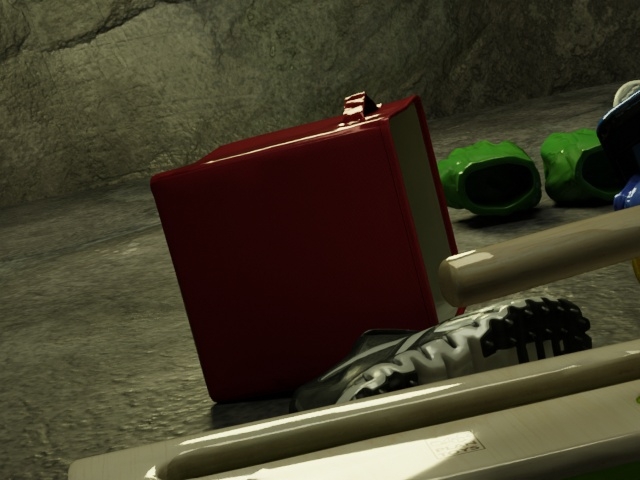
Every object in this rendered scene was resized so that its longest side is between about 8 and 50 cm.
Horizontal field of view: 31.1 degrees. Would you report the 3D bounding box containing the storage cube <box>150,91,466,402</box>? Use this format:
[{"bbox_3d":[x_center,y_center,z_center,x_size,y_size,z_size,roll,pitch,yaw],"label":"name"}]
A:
[{"bbox_3d":[0.000,0.000,0.936,0.193,0.214,0.183,-13,10,15],"label":"storage cube"}]

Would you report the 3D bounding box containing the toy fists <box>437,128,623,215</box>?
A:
[{"bbox_3d":[0.284,-0.087,1.475,0.279,0.096,0.142,-8,18,-3],"label":"toy fists"}]

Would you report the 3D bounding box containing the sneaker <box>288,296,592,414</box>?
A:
[{"bbox_3d":[0.076,0.084,0.760,0.234,0.078,0.106,-19,16,-34],"label":"sneaker"}]

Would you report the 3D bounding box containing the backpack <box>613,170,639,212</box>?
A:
[{"bbox_3d":[0.330,-0.023,1.080,0.101,0.098,0.120,-15,17,36],"label":"backpack"}]

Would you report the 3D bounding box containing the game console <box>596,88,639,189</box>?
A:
[{"bbox_3d":[0.449,-0.086,1.172,0.250,0.173,0.293,-36,-25,10],"label":"game console"}]

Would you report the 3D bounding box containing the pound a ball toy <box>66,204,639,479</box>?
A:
[{"bbox_3d":[0.066,0.078,0.440,0.319,0.208,0.136,-12,11,-9],"label":"pound a ball toy"}]

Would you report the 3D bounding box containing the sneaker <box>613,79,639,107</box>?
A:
[{"bbox_3d":[0.513,-0.132,1.508,0.256,0.094,0.151,18,-14,18],"label":"sneaker"}]

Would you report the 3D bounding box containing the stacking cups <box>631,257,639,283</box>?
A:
[{"bbox_3d":[0.376,0.018,0.837,0.096,0.096,0.316,-16,14,-31],"label":"stacking cups"}]
